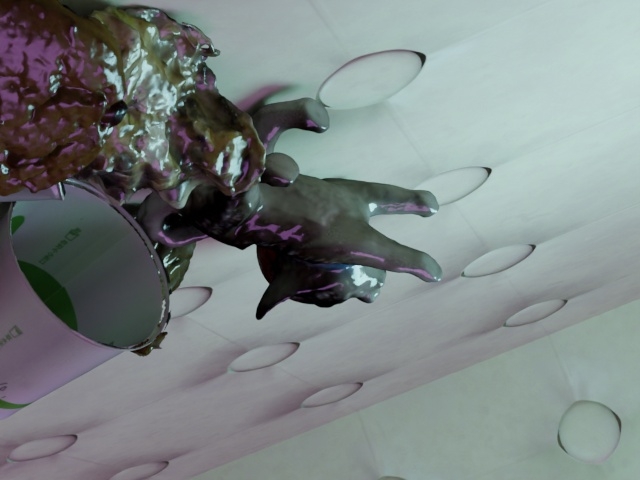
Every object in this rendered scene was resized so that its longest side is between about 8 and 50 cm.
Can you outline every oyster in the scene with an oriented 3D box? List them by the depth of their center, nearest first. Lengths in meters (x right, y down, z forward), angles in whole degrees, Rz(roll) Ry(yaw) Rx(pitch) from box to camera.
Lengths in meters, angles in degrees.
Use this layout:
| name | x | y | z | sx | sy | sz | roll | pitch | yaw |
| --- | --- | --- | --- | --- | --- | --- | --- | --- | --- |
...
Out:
| name | x | y | z | sx | sy | sz | roll | pitch | yaw |
| --- | --- | --- | --- | --- | --- | --- | --- | --- | --- |
| oyster | -0.207 | -0.138 | 1.619 | 0.238 | 0.115 | 0.351 | -22 | 149 | 1 |

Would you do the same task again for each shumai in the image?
| name | x | y | z | sx | sy | sz | roll | pitch | yaw |
| --- | --- | --- | --- | --- | --- | --- | --- | --- | --- |
| shumai | -0.254 | 0.062 | 2.032 | 0.206 | 0.175 | 0.166 | -7 | 142 | -32 |

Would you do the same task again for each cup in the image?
| name | x | y | z | sx | sy | sz | roll | pitch | yaw |
| --- | --- | --- | --- | --- | --- | --- | --- | --- | --- |
| cup | -0.366 | 0.089 | 1.878 | 0.274 | 0.253 | 0.253 | -37 | 155 | 30 |

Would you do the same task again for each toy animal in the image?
| name | x | y | z | sx | sy | sz | roll | pitch | yaw |
| --- | --- | --- | --- | --- | --- | --- | --- | --- | --- |
| toy animal | -0.047 | -0.016 | 1.940 | 0.303 | 0.194 | 0.344 | -28 | 128 | 35 |

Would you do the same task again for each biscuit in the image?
| name | x | y | z | sx | sy | sz | roll | pitch | yaw |
| --- | --- | --- | --- | --- | --- | --- | --- | --- | --- |
| biscuit | -0.336 | -0.140 | 1.439 | 0.296 | 0.075 | 0.296 | -4 | 141 | -3 |

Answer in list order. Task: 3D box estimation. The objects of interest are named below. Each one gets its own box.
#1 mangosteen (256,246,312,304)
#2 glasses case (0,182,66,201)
| name | x | y | z | sx | sy | sz | roll | pitch | yaw |
| --- | --- | --- | --- | --- | --- | --- | --- | --- | --- |
| mangosteen | 0.000 | 0.000 | 2.181 | 0.200 | 0.200 | 0.200 | -17 | 161 | -6 |
| glasses case | -0.436 | -0.091 | 1.598 | 0.308 | 0.083 | 0.128 | -4 | 139 | -5 |
